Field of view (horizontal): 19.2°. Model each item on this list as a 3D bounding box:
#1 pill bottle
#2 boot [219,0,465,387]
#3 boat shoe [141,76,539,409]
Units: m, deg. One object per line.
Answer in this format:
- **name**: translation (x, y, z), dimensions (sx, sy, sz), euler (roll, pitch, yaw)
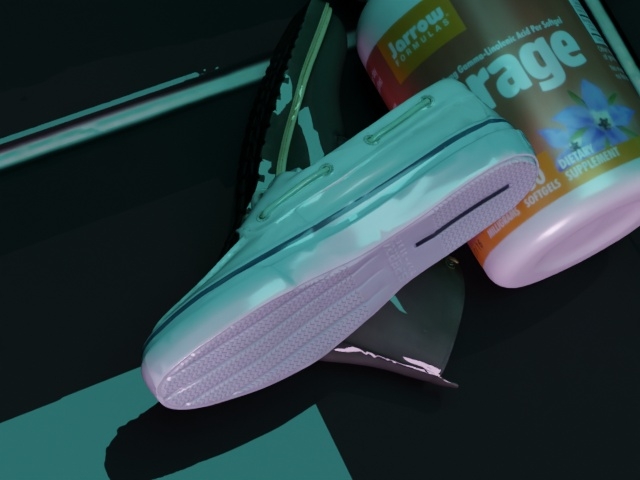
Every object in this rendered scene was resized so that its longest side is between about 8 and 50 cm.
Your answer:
- **pill bottle**: translation (0.095, -0.093, 1.043), dimensions (0.121, 0.121, 0.216), euler (-24, 74, -20)
- **boot**: translation (0.024, -0.021, 1.032), dimensions (0.137, 0.077, 0.198), euler (15, 78, -11)
- **boat shoe**: translation (0.000, 0.000, 0.952), dimensions (0.226, 0.083, 0.076), euler (-30, 59, -12)
